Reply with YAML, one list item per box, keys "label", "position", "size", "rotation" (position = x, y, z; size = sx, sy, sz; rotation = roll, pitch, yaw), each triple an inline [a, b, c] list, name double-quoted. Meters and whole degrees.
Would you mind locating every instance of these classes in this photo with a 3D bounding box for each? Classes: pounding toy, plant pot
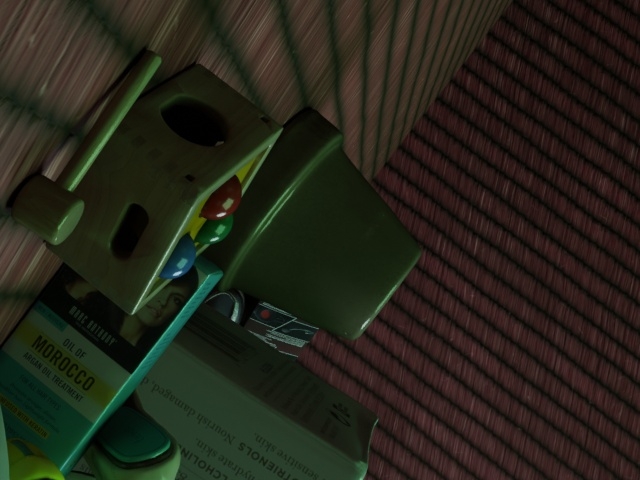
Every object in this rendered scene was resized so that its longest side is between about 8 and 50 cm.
- label: "pounding toy"
  position: [-0.111, -0.036, 0.720]
  size: [0.181, 0.094, 0.206]
  rotation: [-55, 176, 37]
- label: "plant pot"
  position: [0.000, 0.000, 1.360]
  size: [0.263, 0.229, 0.263]
  rotation: [-53, 176, -5]

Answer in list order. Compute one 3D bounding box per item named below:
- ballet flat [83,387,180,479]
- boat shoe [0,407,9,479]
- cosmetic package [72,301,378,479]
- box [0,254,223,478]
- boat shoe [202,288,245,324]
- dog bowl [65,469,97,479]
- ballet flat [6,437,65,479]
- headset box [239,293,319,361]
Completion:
- label: "ballet flat"
  position: [-0.192, 0.176, 0.964]
  size: [0.086, 0.086, 0.248]
  rotation: [-52, -148, -1]
- label: "boat shoe"
  position: [-0.314, 0.257, 0.713]
  size: [0.156, 0.136, 0.367]
  rotation: [5, 106, -35]
- label: "cosmetic package"
  position: [-0.170, 0.321, 1.321]
  size: [0.394, 0.327, 0.329]
  rotation: [-58, 176, 5]
- label: "box"
  position: [-0.195, 0.092, 0.865]
  size: [0.244, 0.100, 0.060]
  rotation: [-53, 176, 3]
- label: "boat shoe"
  position: [-0.189, 0.150, 1.650]
  size: [0.206, 0.075, 0.065]
  rotation: [-49, -179, 25]
- label: "dog bowl"
  position: [-0.274, 0.413, 0.926]
  size: [0.150, 0.408, 0.408]
  rotation: [-29, -164, 52]
- label: "ballet flat"
  position: [-0.249, 0.250, 0.821]
  size: [0.077, 0.077, 0.231]
  rotation: [-2, 122, -42]
- label: "headset box"
  position: [-0.064, 0.084, 1.730]
  size: [0.293, 0.110, 0.218]
  rotation: [124, -17, -50]
